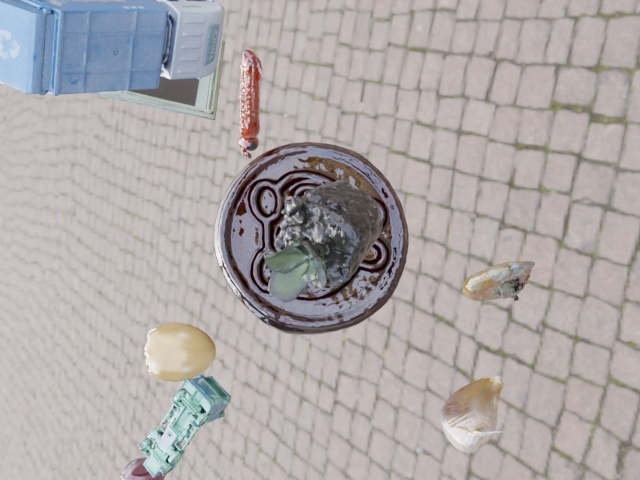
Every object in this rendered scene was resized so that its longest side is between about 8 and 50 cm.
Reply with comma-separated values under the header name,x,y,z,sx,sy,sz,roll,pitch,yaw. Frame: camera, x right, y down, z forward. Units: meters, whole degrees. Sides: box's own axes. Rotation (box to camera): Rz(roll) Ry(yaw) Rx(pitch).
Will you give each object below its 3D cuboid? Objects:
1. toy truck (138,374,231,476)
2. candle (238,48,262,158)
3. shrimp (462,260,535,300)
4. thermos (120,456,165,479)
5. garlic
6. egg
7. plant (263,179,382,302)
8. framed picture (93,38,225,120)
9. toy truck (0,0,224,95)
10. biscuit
name,x,y,z,sx,sy,sz,roll,pitch,yaw
toy truck,-0.205,0.285,1.377,0.067,0.081,0.175,42,113,22
candle,-0.153,-0.291,1.976,0.051,0.048,0.329,30,151,13
shrimp,0.254,0.056,1.235,0.101,0.190,0.042,-25,74,22
thermos,-0.320,0.532,1.534,0.109,0.136,0.330,-136,49,-88
garlic,0.286,0.332,1.678,0.128,0.198,0.090,-39,94,22
egg,-0.188,0.148,1.208,0.080,0.096,0.080,174,90,-83
plant,0.000,0.000,1.324,0.131,0.203,0.142,30,125,9
framed picture,-0.296,-0.332,1.684,0.293,0.231,0.018,-93,17,-50
toy truck,-0.312,-0.299,1.292,0.175,0.367,0.146,41,130,37
biscuit,-0.016,-0.008,1.862,0.091,0.407,0.407,125,143,-79
